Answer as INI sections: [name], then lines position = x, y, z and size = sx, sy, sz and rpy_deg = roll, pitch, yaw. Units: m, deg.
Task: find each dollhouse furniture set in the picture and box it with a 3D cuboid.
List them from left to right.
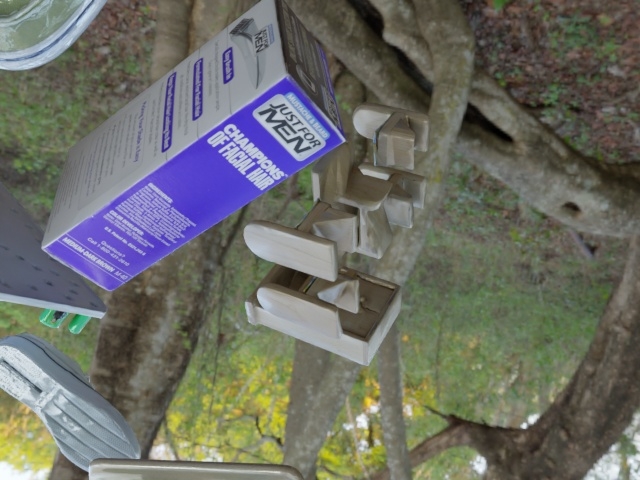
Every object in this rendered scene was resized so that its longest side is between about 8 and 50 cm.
[dollhouse furniture set]
position = 0.000, 0.000, 1.125
size = 0.256, 0.394, 0.362
rpy_deg = 17, -133, 23

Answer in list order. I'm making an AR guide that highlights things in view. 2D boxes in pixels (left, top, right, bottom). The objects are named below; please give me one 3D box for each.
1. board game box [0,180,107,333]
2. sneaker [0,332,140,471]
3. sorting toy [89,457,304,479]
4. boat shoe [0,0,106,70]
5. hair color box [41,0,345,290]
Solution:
[board game box]
position = -0.495, -0.043, 0.757
size = 0.390, 0.050, 0.390
rpy_deg = 41, -176, 26
[sneaker]
position = -0.346, 0.222, 0.901
size = 0.258, 0.094, 0.091
rpy_deg = 49, -173, -7
[sorting toy]
position = -0.108, 0.276, 0.485
size = 0.193, 0.208, 0.038
rpy_deg = -4, 164, 16
[boat shoe]
position = -0.121, -0.225, 0.293
size = 0.109, 0.302, 0.094
rpy_deg = 20, -166, -16
[hair color box]
position = -0.147, -0.107, 0.724
size = 0.339, 0.185, 0.110
rpy_deg = -31, 131, 21
